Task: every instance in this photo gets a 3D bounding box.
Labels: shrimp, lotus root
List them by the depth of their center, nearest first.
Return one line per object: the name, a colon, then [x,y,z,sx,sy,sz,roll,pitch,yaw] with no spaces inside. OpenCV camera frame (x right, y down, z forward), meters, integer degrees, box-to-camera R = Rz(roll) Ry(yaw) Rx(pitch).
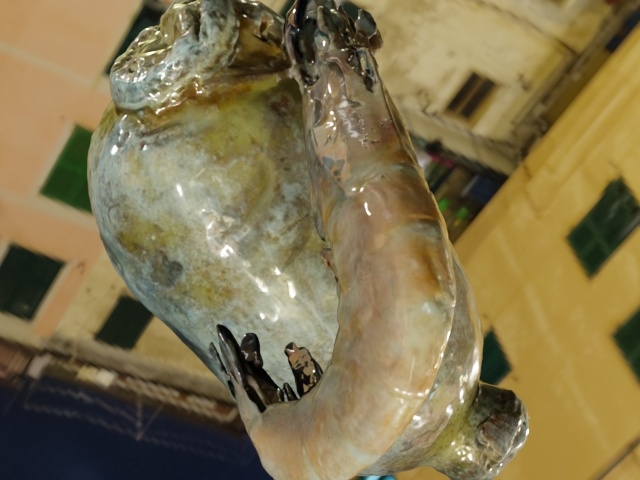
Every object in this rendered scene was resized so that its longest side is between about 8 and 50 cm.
shrimp: [0.000,0.000,0.510,0.046,0.152,0.219,10,-126,-26]
lotus root: [-0.008,0.025,0.695,0.349,0.175,0.175,53,-156,-24]
